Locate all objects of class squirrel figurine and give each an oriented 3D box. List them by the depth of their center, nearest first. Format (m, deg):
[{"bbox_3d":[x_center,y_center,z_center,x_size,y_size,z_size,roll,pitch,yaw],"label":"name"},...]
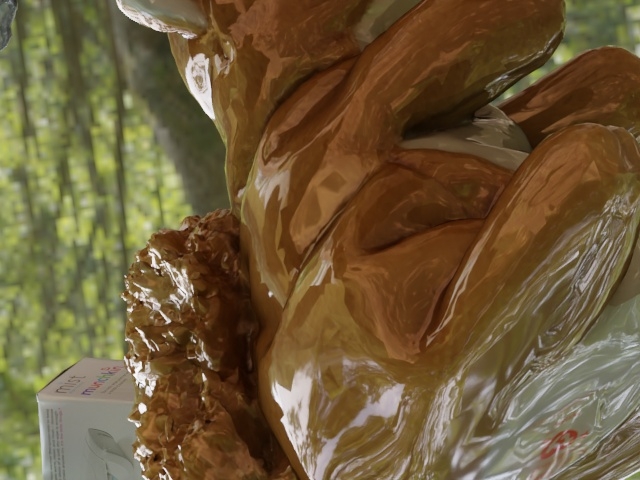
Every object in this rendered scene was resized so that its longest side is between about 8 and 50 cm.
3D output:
[{"bbox_3d":[0.000,0.000,0.957,0.397,0.370,0.281,-49,146,17],"label":"squirrel figurine"}]

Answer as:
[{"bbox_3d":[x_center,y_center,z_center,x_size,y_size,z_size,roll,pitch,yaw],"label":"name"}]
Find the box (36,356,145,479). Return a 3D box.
[{"bbox_3d":[-0.158,0.267,1.767,0.231,0.261,0.127,2,-165,18],"label":"box"}]

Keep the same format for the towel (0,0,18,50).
[{"bbox_3d":[-0.319,-0.147,0.853,0.284,0.121,0.235,-21,-135,-16],"label":"towel"}]
